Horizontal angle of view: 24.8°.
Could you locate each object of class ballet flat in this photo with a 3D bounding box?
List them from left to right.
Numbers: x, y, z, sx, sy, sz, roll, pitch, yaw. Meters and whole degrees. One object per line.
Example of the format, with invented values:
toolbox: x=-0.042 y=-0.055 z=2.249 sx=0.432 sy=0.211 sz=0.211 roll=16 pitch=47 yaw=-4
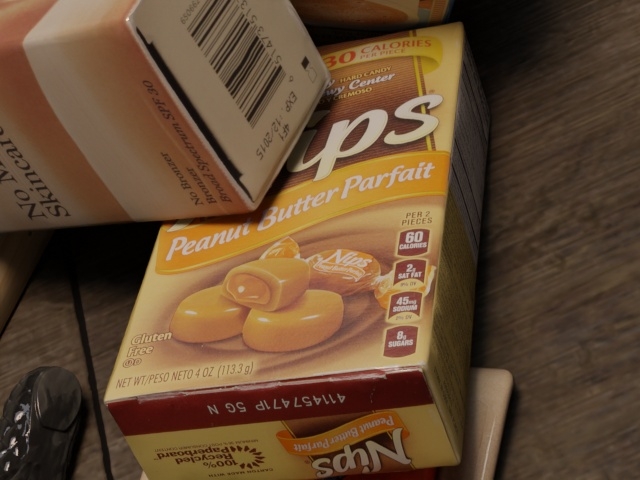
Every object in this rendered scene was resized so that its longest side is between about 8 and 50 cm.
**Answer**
ballet flat: x=-0.191 y=0.158 z=0.917 sx=0.049 sy=0.057 sz=0.173 roll=-38 pitch=29 yaw=51

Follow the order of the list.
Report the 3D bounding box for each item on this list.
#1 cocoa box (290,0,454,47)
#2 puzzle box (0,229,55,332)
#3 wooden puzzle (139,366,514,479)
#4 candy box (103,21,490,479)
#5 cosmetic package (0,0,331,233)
cocoa box: x=-0.063 y=-0.283 z=0.965 sx=0.347 sy=0.228 sz=0.231 roll=10 pitch=74 yaw=0
puzzle box: x=-0.320 y=-0.033 z=1.109 sx=0.272 sy=0.052 sz=0.409 roll=7 pitch=57 yaw=27
wooden puzzle: x=-0.017 y=0.162 z=0.832 sx=0.221 sy=0.044 sz=0.239 roll=2 pitch=54 yaw=24
candy box: x=0.000 y=0.000 z=0.888 sx=0.183 sy=0.087 sz=0.316 roll=-8 pitch=40 yaw=17
cosmetic package: x=-0.164 y=-0.100 z=0.914 sx=0.296 sy=0.153 sz=0.129 roll=-5 pitch=43 yaw=37
